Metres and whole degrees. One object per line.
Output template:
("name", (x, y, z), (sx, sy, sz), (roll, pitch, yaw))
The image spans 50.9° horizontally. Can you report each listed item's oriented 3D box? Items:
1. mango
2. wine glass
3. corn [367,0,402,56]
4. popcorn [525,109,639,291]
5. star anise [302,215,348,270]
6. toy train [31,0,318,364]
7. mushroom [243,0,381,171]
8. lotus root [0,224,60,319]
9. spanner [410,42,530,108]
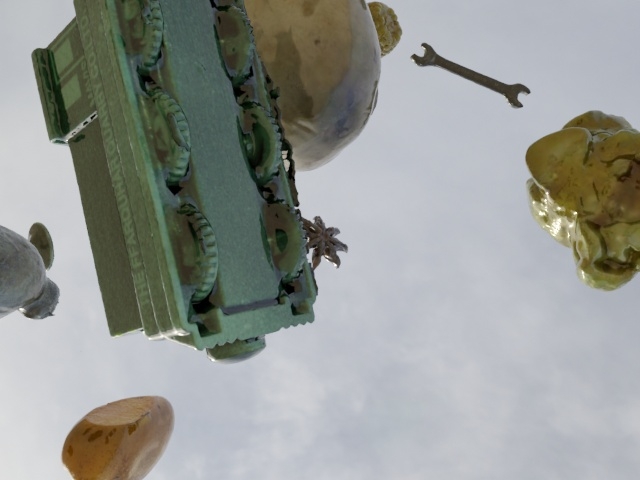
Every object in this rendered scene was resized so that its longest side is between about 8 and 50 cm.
("mango", (-0.418, 0.431, 1.432), (0.160, 0.290, 0.191), (17, -71, 24))
("wine glass", (-0.591, 0.099, 1.148), (0.264, 0.309, 0.096), (56, -51, 19))
("corn", (0.029, -0.440, 1.564), (0.344, 0.131, 0.131), (-15, -122, 39))
("popcorn", (0.554, -0.075, 1.291), (0.292, 0.293, 0.334), (-41, -134, 10))
("star anise", (0.002, 0.000, 1.379), (0.042, 0.141, 0.141), (-44, -138, 45))
("toy train", (-0.122, -0.061, 0.542), (0.178, 0.138, 0.330), (-19, -99, 42))
("mushroom", (-0.033, -0.197, 0.740), (0.255, 0.184, 0.255), (176, -90, -66))
("lotus root", (-0.517, 0.034, 0.927), (0.175, 0.349, 0.175), (-9, -106, 35))
("spanner", (0.295, -0.322, 1.315), (0.015, 0.254, 0.054), (161, -52, -77))
